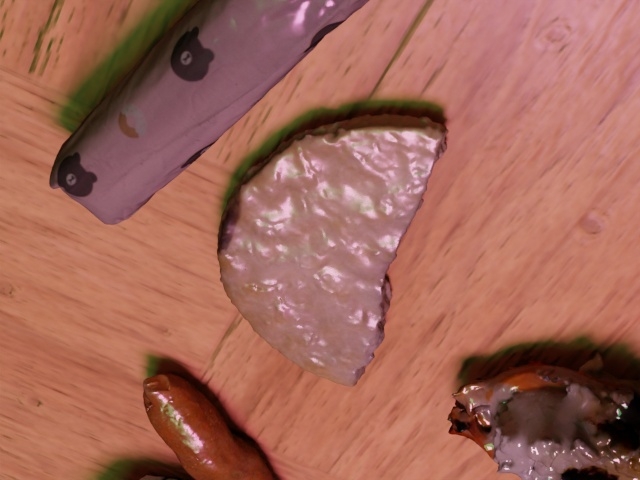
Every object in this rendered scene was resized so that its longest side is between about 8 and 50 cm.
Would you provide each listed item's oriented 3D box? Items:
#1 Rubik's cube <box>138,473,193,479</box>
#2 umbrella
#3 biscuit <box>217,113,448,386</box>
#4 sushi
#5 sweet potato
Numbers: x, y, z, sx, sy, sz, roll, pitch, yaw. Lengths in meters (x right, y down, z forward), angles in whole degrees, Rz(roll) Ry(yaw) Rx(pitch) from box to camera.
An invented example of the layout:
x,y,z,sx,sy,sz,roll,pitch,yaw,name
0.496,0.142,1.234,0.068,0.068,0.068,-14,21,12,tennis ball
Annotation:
x,y,z,sx,sy,sz,roll,pitch,yaw,name
-0.132,0.261,1.144,0.112,0.133,0.133,-25,125,-1,Rubik's cube
-0.049,-0.119,0.830,0.073,0.067,0.337,28,131,-30,umbrella
-0.004,0.002,0.947,0.133,0.032,0.250,14,132,-1,biscuit
0.205,0.140,0.981,0.226,0.103,0.097,11,115,0,sushi
-0.081,0.171,1.098,0.056,0.056,0.195,-23,127,28,sweet potato
